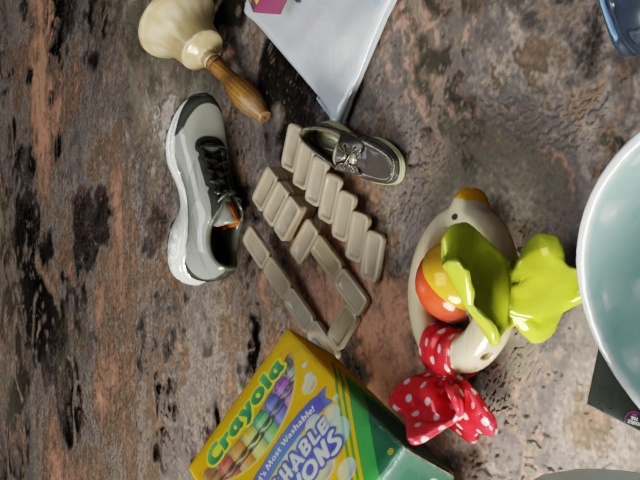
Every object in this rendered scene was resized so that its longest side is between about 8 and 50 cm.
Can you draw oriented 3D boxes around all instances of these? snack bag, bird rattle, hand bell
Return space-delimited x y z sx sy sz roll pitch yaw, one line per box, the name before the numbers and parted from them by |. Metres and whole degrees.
snack bag | 0.008 -0.364 1.241 0.323 0.037 0.342 55 132 42
bird rattle | 0.145 0.069 0.980 0.253 0.143 0.207 108 157 -45
hand bell | -0.144 -0.242 1.429 0.242 0.126 0.126 50 129 30

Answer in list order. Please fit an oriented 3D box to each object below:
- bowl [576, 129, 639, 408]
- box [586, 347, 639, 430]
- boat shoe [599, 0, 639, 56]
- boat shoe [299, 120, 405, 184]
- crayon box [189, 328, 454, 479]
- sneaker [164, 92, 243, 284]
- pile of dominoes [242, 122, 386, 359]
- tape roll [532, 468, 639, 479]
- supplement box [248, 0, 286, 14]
bowl | 0.322 0.007 0.571 0.312 0.163 0.311 25 139 24
box | 0.262 0.104 0.820 0.062 0.052 0.083 25 110 56
boat shoe | 0.225 -0.273 0.849 0.089 0.109 0.258 -43 52 51
boat shoe | 0.034 -0.098 1.163 0.152 0.049 0.056 26 118 45
crayon box | -0.023 0.235 1.091 0.203 0.083 0.323 -55 32 2
sneaker | -0.152 -0.073 1.429 0.108 0.100 0.271 -2 90 42
pile of dominoes | 0.000 0.000 1.255 0.251 0.040 0.196 54 131 32
tape roll | 0.238 0.264 0.641 0.286 0.286 0.100 37 118 51
supplement box | -0.071 -0.338 1.296 0.055 0.043 0.083 -56 47 46
